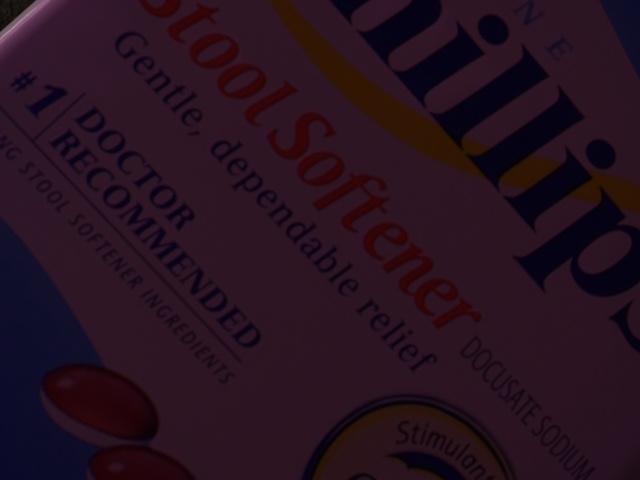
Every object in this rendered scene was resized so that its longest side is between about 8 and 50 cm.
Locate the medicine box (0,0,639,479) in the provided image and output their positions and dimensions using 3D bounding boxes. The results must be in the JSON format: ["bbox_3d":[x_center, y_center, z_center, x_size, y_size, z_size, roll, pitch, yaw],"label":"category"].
[{"bbox_3d":[0.000,0.000,0.545,0.289,0.263,0.149,-45,10,-10],"label":"medicine box"}]
